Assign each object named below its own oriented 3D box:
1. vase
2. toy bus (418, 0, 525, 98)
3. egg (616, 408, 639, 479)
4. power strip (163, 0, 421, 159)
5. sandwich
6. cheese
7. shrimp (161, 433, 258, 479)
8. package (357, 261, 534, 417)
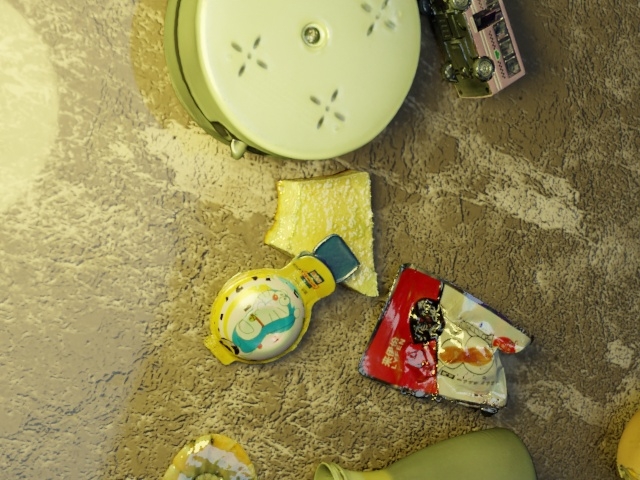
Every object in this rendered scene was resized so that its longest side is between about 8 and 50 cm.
[{"bbox_3d":[0.156,0.385,1.691,0.321,0.173,0.173,-2,95,-22],"label":"vase"},{"bbox_3d":[0.236,-0.324,1.703,0.108,0.096,0.198,-29,108,-25],"label":"toy bus"},{"bbox_3d":[0.624,0.349,1.891,0.201,0.201,0.244,50,64,-20],"label":"egg"},{"bbox_3d":[-0.046,-0.271,1.536,0.358,0.161,0.357,-3,97,-25],"label":"power strip"},{"bbox_3d":[0.000,0.000,1.640,0.162,0.058,0.193,-10,101,-23],"label":"sandwich"},{"bbox_3d":[-0.057,0.086,1.594,0.250,0.064,0.156,-40,119,-1],"label":"cheese"},{"bbox_3d":[-0.153,0.391,1.605,0.150,0.051,0.217,-20,95,-20],"label":"shrimp"},{"bbox_3d":[0.204,0.165,1.751,0.269,0.071,0.194,21,83,-13],"label":"package"}]
